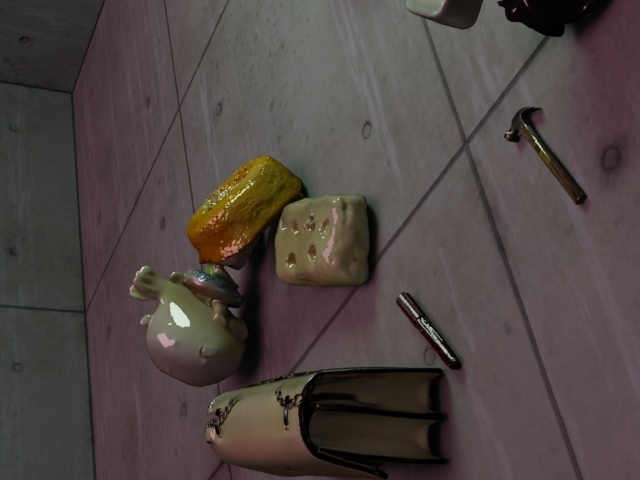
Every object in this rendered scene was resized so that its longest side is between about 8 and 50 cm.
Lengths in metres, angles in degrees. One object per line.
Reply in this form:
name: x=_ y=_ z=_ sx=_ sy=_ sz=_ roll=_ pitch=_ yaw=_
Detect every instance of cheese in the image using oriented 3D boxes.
cheese: x=-0.002 y=0.000 z=1.816 sx=0.263 sy=0.093 sz=0.159 roll=172 pitch=105 yaw=-65

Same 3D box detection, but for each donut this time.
donut: x=-0.146 y=-0.054 z=2.001 sx=0.253 sy=0.118 sz=0.253 roll=-41 pitch=17 yaw=15

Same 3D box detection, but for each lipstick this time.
lipstick: x=0.157 y=0.132 z=1.529 sx=0.176 sy=0.027 sz=0.027 roll=54 pitch=131 yaw=53

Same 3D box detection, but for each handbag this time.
handbag: x=-0.001 y=0.275 z=1.578 sx=0.358 sy=0.237 sz=0.160 roll=-25 pitch=60 yaw=61

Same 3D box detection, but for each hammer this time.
hammer: x=0.286 y=-0.107 z=1.326 sx=0.062 sy=0.017 sz=0.182 roll=-67 pitch=32 yaw=32

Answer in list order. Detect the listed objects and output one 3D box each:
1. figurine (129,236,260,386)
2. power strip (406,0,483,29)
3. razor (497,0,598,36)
figurine: x=-0.237 y=0.087 z=2.132 sx=0.226 sy=0.274 sz=0.394 roll=5 pitch=71 yaw=62
power strip: x=0.203 y=-0.453 z=1.285 sx=0.091 sy=0.062 sz=0.385 roll=34 pitch=109 yaw=55
razor: x=0.263 y=-0.406 z=1.337 sx=0.189 sy=0.107 sz=0.327 roll=-62 pitch=33 yaw=35
